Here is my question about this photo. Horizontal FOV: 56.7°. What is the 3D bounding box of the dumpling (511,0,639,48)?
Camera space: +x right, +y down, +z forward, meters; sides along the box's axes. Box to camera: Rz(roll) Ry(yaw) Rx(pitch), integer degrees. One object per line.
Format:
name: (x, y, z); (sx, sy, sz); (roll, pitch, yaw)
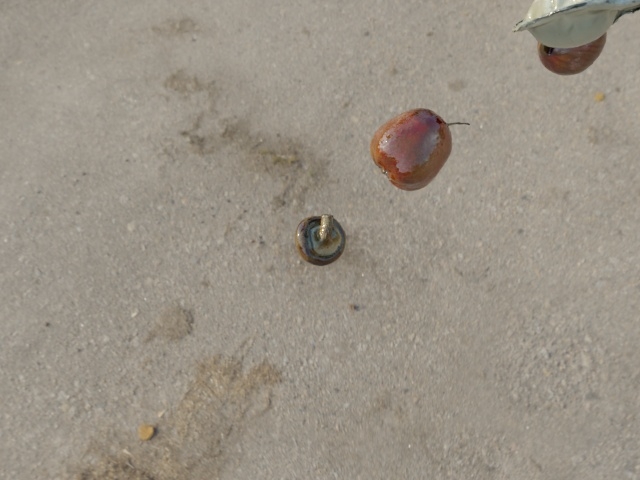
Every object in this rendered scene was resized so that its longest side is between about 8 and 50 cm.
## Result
dumpling: (0.493, -0.451, 1.167); (0.247, 0.142, 0.172); (-3, 18, 36)

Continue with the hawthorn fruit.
hawthorn fruit: (0.204, -0.202, 1.202); (0.203, 0.163, 0.162); (-43, 60, 5)

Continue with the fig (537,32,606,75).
fig: (0.647, -0.526, 1.599); (0.207, 0.175, 0.175); (-17, 57, -15)

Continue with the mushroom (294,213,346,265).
mushroom: (0.000, 0.000, 1.344); (0.127, 0.087, 0.127); (2, 85, -25)
